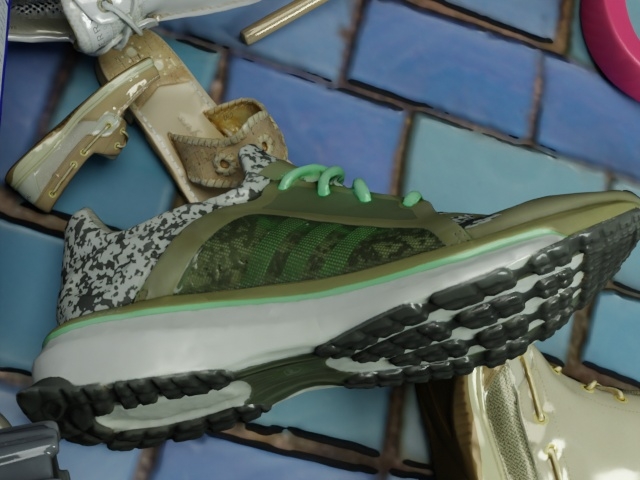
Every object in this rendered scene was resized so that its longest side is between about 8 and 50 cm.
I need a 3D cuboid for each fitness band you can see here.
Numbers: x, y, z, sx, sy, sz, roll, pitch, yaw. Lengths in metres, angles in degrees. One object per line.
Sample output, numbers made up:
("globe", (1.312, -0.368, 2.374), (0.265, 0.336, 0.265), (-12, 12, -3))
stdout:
("fitness band", (0.360, -0.236, 0.994), (0.209, 0.054, 0.291), (29, 63, -3))

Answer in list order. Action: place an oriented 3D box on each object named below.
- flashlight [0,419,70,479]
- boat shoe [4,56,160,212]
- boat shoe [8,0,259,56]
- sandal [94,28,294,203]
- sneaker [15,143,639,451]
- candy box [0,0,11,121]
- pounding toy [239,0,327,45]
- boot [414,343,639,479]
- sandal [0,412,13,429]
("flashlight", (-0.293, 0.165, 0.575), (0.304, 0.103, 0.103), (-12, 100, -13))
("boat shoe", (-0.162, -0.075, 0.748), (0.135, 0.050, 0.045), (-42, 102, 0))
("boat shoe", (-0.162, -0.174, 0.747), (0.277, 0.098, 0.096), (-4, 62, 0))
("sandal", (-0.073, -0.077, 0.770), (0.240, 0.079, 0.088), (46, 64, 2))
("sneaker", (0.000, 0.000, 0.675), (0.410, 0.158, 0.182), (-13, 64, 1))
("candy box", (-0.333, -0.108, 0.626), (0.268, 0.122, 0.317), (-4, 68, 5))
("pounding toy", (-0.052, -0.256, 0.803), (0.270, 0.154, 0.154), (7, 68, -15))
("boot", (0.181, 0.111, 0.776), (0.203, 0.095, 0.262), (-3, 73, -19))
("sandal", (-0.178, 0.190, 0.647), (0.090, 0.060, 0.219), (-29, 82, -25))
